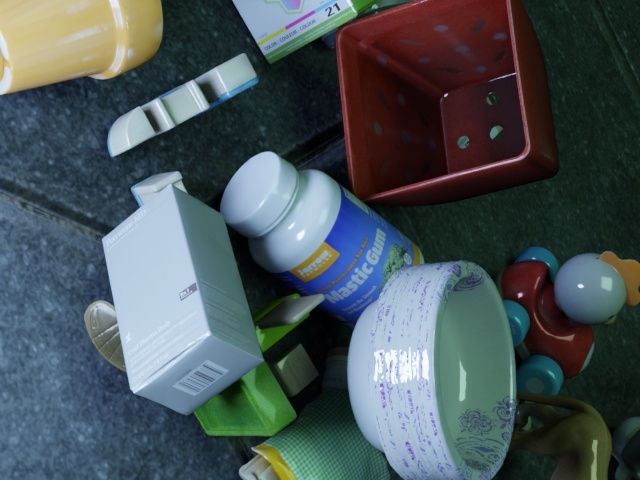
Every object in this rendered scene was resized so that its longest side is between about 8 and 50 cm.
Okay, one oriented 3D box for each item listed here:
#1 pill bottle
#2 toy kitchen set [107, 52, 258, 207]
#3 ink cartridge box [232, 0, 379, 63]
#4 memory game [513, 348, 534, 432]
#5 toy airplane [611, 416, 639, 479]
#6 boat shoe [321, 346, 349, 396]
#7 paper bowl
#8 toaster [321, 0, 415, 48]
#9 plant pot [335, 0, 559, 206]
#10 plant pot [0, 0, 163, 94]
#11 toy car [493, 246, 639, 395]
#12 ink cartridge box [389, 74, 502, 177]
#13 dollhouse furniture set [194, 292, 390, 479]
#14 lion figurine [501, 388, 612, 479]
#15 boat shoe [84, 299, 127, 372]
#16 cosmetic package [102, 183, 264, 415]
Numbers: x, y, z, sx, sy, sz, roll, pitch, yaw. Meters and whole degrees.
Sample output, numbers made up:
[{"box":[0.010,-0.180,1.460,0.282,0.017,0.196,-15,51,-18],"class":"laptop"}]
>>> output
[{"box":[0.000,0.000,1.817,0.272,0.152,0.152,36,50,-32],"class":"pill bottle"},{"box":[-0.163,-0.114,1.746,0.207,0.122,0.166,-32,99,-29],"class":"toy kitchen set"},{"box":[-0.052,-0.407,1.912,0.097,0.189,0.255,-40,103,-47],"class":"ink cartridge box"},{"box":[0.286,0.220,2.143,0.186,0.012,0.186,22,58,-41],"class":"memory game"},{"box":[0.621,0.347,2.257,0.384,0.272,0.386,-44,140,-35],"class":"toy airplane"},{"box":[0.116,0.243,1.889,0.285,0.105,0.089,28,62,-23],"class":"boat shoe"},{"box":[0.136,0.170,1.730,0.284,0.148,0.284,14,74,-61],"class":"paper bowl"},{"box":[0.072,-0.392,2.087,0.227,0.129,0.146,-21,88,-48],"class":"toaster"},{"box":[0.203,-0.182,1.929,0.236,0.267,0.267,22,59,-57],"class":"plant pot"},{"box":[-0.318,-0.263,1.566,0.188,0.205,0.205,-33,99,-34],"class":"plant pot"},{"box":[0.411,0.105,2.141,0.210,0.238,0.219,57,36,-12],"class":"toy car"},{"box":[0.172,-0.200,2.144,0.193,0.088,0.235,58,41,-11],"class":"ink cartridge box"},{"box":[-0.004,0.235,1.681,0.197,0.151,0.301,-37,103,-35],"class":"dollhouse furniture set"},{"box":[0.379,0.375,1.992,0.142,0.240,0.392,1,76,-48],"class":"lion figurine"},{"box":[-0.218,0.129,1.605,0.152,0.056,0.049,51,17,-8],"class":"boat shoe"},{"box":[-0.163,0.066,1.566,0.107,0.127,0.238,31,27,-45],"class":"cosmetic package"}]
